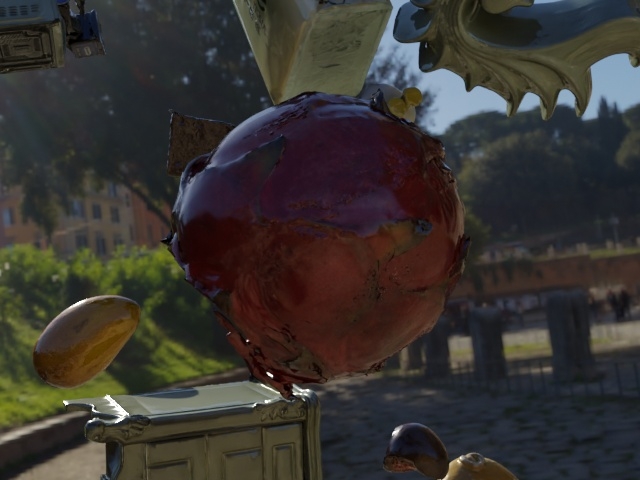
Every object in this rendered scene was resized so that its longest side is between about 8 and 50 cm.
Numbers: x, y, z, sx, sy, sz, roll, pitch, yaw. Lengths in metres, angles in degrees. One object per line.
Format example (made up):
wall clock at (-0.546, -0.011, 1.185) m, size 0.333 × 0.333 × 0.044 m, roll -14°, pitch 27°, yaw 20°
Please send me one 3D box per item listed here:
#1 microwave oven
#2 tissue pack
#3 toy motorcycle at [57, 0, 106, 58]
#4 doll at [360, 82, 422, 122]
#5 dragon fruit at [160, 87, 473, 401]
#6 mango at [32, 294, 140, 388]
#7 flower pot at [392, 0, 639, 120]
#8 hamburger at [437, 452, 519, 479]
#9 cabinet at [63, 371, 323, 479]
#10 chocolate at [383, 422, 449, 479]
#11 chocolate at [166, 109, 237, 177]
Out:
microwave oven at (-0.555, -0.400, 1.658) m, size 0.162 × 0.123 × 0.208 m, roll -10°, pitch -10°, yaw -16°
tissue pack at (-0.049, -0.499, 1.719) m, size 0.205 × 0.405 × 0.332 m, roll -17°, pitch -19°, yaw -20°
toy motorcycle at (-0.573, -0.503, 1.917) m, size 0.212 × 0.125 × 0.358 m, roll -12°, pitch -15°, yaw -8°
doll at (0.084, -0.197, 1.592) m, size 0.138 × 0.119 × 0.293 m, roll -29°, pitch 2°, yaw -26°
dragon fruit at (0.000, 0.000, 0.933) m, size 0.301 × 0.296 × 0.295 m, roll -31°, pitch 2°, yaw -18°
mango at (-0.414, 0.175, 1.610) m, size 0.219 × 0.145 × 0.112 m, roll -35°, pitch -44°, yaw 2°
flower pot at (0.315, -0.334, 1.410) m, size 0.367 × 0.165 × 0.254 m, roll 27°, pitch -49°, yaw -12°
hamburger at (0.384, 0.666, 2.223) m, size 0.302 × 0.261 × 0.186 m, roll -15°, pitch -39°, yaw -39°
cabinet at (-0.181, 0.353, 1.263) m, size 0.317 × 0.290 × 0.227 m, roll -2°, pitch 3°, yaw -25°
chocolate at (0.206, 0.452, 1.880) m, size 0.133 × 0.127 × 0.124 m, roll 20°, pitch 17°, yaw 13°
chocolate at (-0.109, -0.132, 1.507) m, size 0.321 × 0.112 × 0.112 m, roll 13°, pitch 4°, yaw 0°
